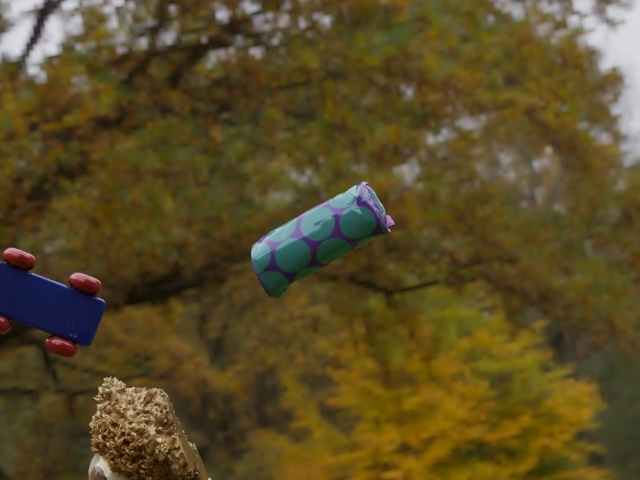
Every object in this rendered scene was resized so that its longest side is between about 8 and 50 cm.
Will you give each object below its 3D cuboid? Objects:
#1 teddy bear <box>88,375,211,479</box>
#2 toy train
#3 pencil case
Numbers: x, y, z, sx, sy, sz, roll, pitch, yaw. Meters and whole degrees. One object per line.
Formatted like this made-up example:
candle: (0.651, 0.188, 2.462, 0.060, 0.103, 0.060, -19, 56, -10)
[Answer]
teddy bear: (-0.176, 0.291, 1.884, 0.113, 0.245, 0.338, -23, -21, -3)
toy train: (-0.400, 0.061, 2.126, 0.248, 0.105, 0.143, 21, -5, -11)
pencil case: (0.000, 0.000, 1.801, 0.152, 0.064, 0.070, -29, -42, 8)
